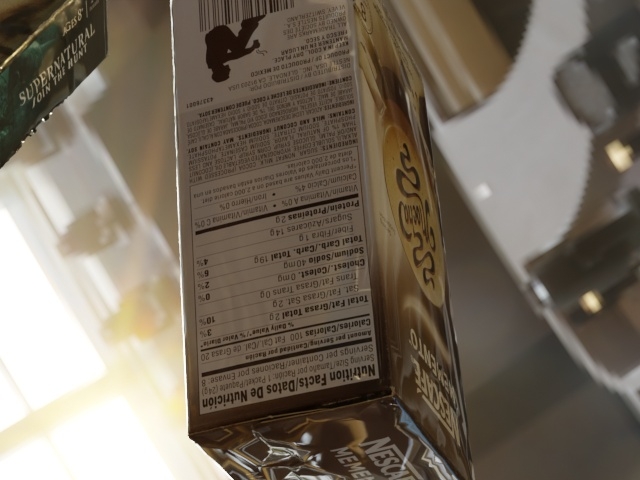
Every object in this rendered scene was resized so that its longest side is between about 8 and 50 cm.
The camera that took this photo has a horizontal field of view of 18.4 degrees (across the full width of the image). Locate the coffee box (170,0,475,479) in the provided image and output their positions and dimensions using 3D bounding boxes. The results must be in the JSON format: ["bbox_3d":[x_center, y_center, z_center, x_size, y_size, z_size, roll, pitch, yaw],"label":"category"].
[{"bbox_3d":[0.000,0.000,1.143,0.168,0.119,0.297,54,26,-57],"label":"coffee box"}]

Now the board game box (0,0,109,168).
[{"bbox_3d":[-0.157,-0.039,0.436,0.186,0.126,0.026,12,-55,16],"label":"board game box"}]
